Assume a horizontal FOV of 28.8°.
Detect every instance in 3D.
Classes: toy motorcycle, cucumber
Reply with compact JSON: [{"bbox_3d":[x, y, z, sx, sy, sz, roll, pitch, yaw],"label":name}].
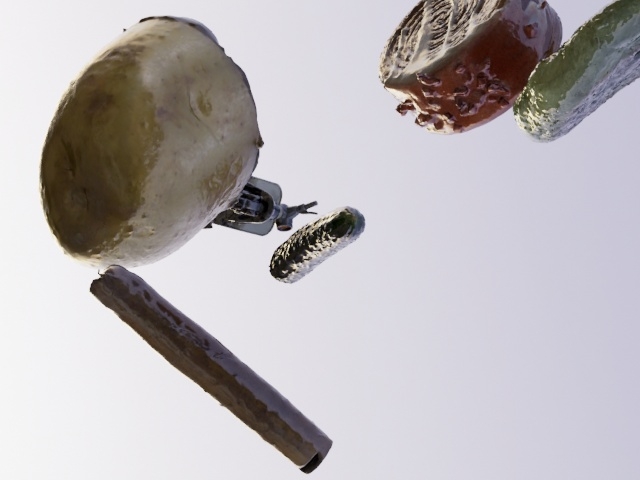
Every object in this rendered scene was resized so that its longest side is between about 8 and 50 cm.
[{"bbox_3d":[-0.134,-0.061,1.804,0.263,0.157,0.090,16,-88,46],"label":"toy motorcycle"},{"bbox_3d":[0.000,0.000,1.478,0.052,0.058,0.215,42,-28,-6],"label":"cucumber"}]

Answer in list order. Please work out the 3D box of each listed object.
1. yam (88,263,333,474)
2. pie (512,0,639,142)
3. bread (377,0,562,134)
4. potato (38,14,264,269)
[{"bbox_3d":[-0.096,0.112,1.099,0.046,0.264,0.046,-46,-169,11],"label":"yam"},{"bbox_3d":[0.214,-0.138,0.895,0.041,0.187,0.187,51,-44,11],"label":"pie"},{"bbox_3d":[0.124,-0.164,1.051,0.160,0.073,0.160,-33,-151,21],"label":"bread"},{"bbox_3d":[-0.205,-0.084,1.360,0.285,0.243,0.242,-56,-136,36],"label":"potato"}]
